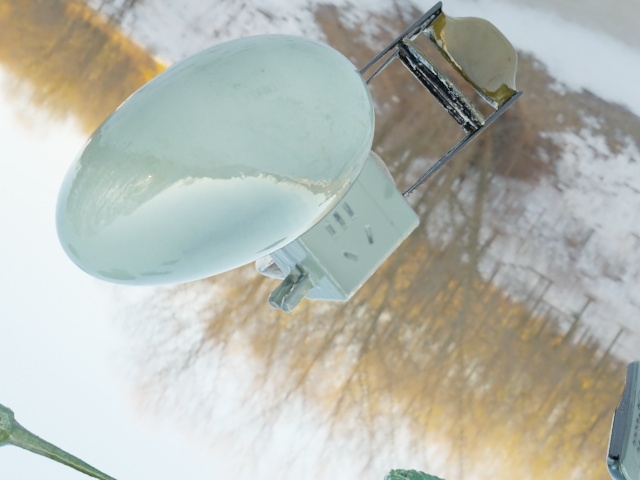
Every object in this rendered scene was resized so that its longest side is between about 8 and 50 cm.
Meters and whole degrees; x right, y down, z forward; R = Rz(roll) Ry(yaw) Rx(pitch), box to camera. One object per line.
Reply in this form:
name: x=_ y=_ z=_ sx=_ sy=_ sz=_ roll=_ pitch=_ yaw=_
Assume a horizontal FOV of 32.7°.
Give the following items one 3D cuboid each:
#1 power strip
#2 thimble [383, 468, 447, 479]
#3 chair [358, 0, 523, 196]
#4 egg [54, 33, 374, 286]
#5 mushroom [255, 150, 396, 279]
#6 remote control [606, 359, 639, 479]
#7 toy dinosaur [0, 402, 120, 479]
power strip: x=0.000 y=0.000 z=1.502 sx=0.140 sy=0.224 sz=0.139 roll=51 pitch=158 yaw=-18
thimble: x=0.149 y=0.411 z=1.689 sx=0.118 sy=0.090 sz=0.130 roll=-2 pitch=149 yaw=33
chair: x=0.149 y=-0.194 z=1.403 sx=0.159 sy=0.247 sz=0.172 roll=48 pitch=-175 yaw=2
egg: x=-0.113 y=-0.083 z=1.177 sx=0.230 sy=0.371 sz=0.230 roll=58 pitch=172 yaw=13
mushroom: x=0.027 y=-0.014 z=1.728 sx=0.151 sy=0.285 sz=0.156 roll=33 pitch=-147 yaw=-19
remote control: x=0.462 y=0.268 z=1.613 sx=0.042 sy=0.222 sz=0.072 roll=-14 pitch=120 yaw=34
toy dinosaur: x=-0.527 y=0.312 z=1.822 sx=0.447 sy=0.087 sz=0.301 roll=13 pitch=168 yaw=47
